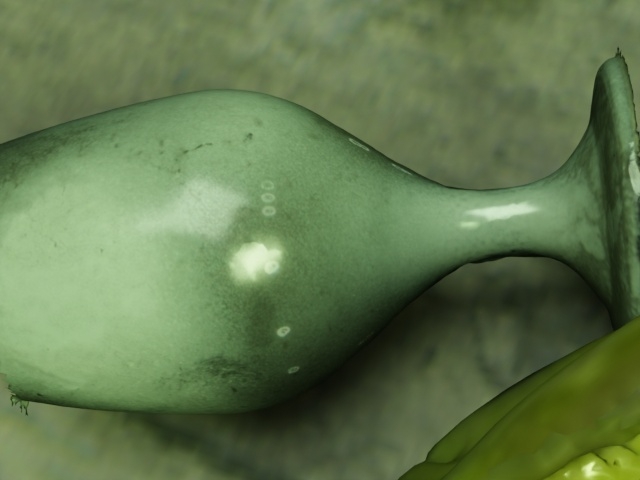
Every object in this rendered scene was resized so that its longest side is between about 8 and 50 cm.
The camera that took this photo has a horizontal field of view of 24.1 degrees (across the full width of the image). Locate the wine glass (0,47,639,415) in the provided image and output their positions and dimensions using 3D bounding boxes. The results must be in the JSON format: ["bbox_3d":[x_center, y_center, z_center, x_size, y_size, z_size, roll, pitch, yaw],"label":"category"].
[{"bbox_3d":[0.000,0.000,0.561,0.241,0.126,0.126,-4,58,6],"label":"wine glass"}]

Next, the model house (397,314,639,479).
[{"bbox_3d":[0.154,0.114,0.406,0.193,0.175,0.234,-36,82,9],"label":"model house"}]
